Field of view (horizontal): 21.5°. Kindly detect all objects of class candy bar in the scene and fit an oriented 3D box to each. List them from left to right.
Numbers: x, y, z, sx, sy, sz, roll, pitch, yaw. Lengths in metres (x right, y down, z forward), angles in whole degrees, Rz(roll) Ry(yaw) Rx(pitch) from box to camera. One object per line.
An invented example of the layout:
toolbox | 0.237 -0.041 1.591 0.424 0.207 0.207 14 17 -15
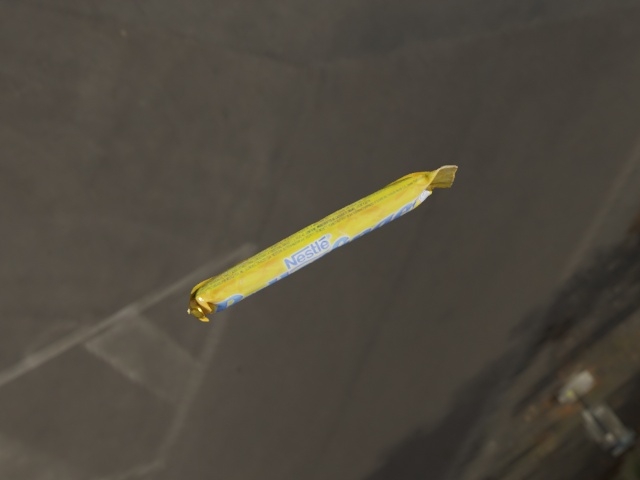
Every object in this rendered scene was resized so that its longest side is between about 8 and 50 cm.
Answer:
candy bar | 0.000 0.000 0.902 0.161 0.018 0.040 -28 171 -5
